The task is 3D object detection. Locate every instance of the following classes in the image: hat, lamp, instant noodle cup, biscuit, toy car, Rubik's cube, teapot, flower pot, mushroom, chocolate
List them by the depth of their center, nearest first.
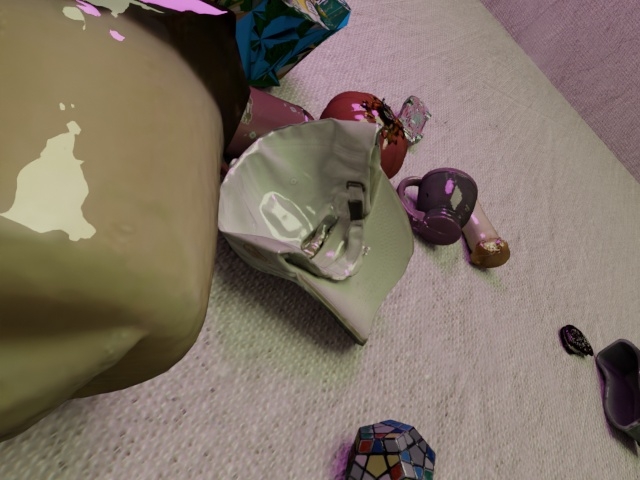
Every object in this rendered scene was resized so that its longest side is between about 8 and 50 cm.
[{"bbox_3d":[-0.211,-0.014,0.433,0.314,0.326,0.297,14,44,-36],"label":"chocolate"},{"bbox_3d":[0.080,0.264,0.684,0.111,0.093,0.111,30,38,-28],"label":"Rubik's cube"},{"bbox_3d":[0.003,-0.003,0.828,0.258,0.168,0.301,-52,125,-32],"label":"hat"},{"bbox_3d":[-0.093,-0.394,1.028,0.240,0.178,0.240,28,41,-27],"label":"instant noodle cup"},{"bbox_3d":[0.083,-0.191,1.063,0.182,0.140,0.182,31,39,-30],"label":"lamp"},{"bbox_3d":[0.226,-0.069,1.128,0.148,0.116,0.146,38,47,-21],"label":"teapot"},{"bbox_3d":[0.662,0.322,1.233,0.108,0.103,0.229,40,36,-13],"label":"flower pot"},{"bbox_3d":[0.321,-0.037,1.237,0.084,0.071,0.209,-10,57,-14],"label":"mushroom"},{"bbox_3d":[0.553,0.221,1.275,0.089,0.027,0.087,51,35,3],"label":"biscuit"},{"bbox_3d":[0.201,-0.267,1.329,0.069,0.055,0.142,38,51,-13],"label":"toy car"}]

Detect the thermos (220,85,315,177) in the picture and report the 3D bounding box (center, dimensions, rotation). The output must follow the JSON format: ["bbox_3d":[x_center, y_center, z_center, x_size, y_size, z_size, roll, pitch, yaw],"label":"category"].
[{"bbox_3d":[-0.100,-0.157,0.863,0.330,0.109,0.136,12,49,-40],"label":"thermos"}]
